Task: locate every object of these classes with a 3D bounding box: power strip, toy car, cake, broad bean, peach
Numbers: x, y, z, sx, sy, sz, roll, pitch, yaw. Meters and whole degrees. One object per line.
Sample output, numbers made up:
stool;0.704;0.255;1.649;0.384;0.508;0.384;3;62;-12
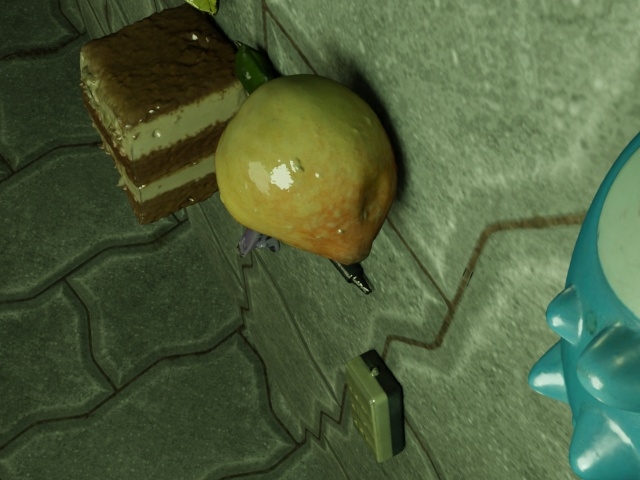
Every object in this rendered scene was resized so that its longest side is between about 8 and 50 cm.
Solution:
power strip;0.101;0.309;1.361;0.105;0.070;0.257;51;159;38
toy car;0.203;0.051;0.362;0.188;0.190;0.255;50;158;45
cake;-0.277;-0.229;1.327;0.256;0.282;0.290;51;159;29
broad bean;-0.049;-0.173;1.091;0.318;0.056;0.098;59;164;9
peach;-0.012;-0.071;0.851;0.232;0.232;0.232;56;163;27

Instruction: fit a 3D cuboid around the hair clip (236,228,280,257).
hair clip;-0.111;-0.051;1.465;0.278;0.090;0.137;119;137;-63

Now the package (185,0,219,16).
package;-0.234;-0.464;1.152;0.226;0.090;0.168;48;161;39

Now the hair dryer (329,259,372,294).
hair dryer;0.000;0.000;1.210;0.255;0.070;0.128;53;163;20
